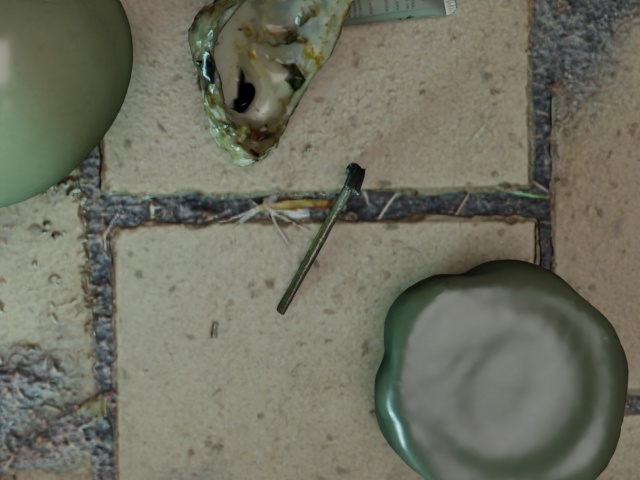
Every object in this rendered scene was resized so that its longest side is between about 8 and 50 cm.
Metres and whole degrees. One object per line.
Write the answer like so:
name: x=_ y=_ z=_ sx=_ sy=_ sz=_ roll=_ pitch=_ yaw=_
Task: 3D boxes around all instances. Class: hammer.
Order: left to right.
hammer: x=0.000 y=0.000 z=0.872 sx=0.017 sy=0.062 sz=0.182 roll=28 pitch=96 yaw=-9

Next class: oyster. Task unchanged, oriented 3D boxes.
oyster: x=-0.032 y=-0.216 z=0.793 sx=0.294 sy=0.094 sz=0.166 roll=-48 pitch=137 yaw=9

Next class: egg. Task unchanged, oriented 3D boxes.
egg: x=-0.296 y=-0.145 z=0.725 sx=0.219 sy=0.219 sz=0.269 roll=44 pitch=82 yaw=-10

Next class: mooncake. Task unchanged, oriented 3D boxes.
mooncake: x=0.185 y=0.150 z=0.872 sx=0.275 sy=0.135 sz=0.274 roll=0 pitch=93 yaw=-6

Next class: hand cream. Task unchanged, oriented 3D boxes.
hand cream: x=0.032 y=-0.262 z=0.863 sx=0.234 sy=0.050 sz=0.080 roll=-13 pitch=95 yaw=-13
